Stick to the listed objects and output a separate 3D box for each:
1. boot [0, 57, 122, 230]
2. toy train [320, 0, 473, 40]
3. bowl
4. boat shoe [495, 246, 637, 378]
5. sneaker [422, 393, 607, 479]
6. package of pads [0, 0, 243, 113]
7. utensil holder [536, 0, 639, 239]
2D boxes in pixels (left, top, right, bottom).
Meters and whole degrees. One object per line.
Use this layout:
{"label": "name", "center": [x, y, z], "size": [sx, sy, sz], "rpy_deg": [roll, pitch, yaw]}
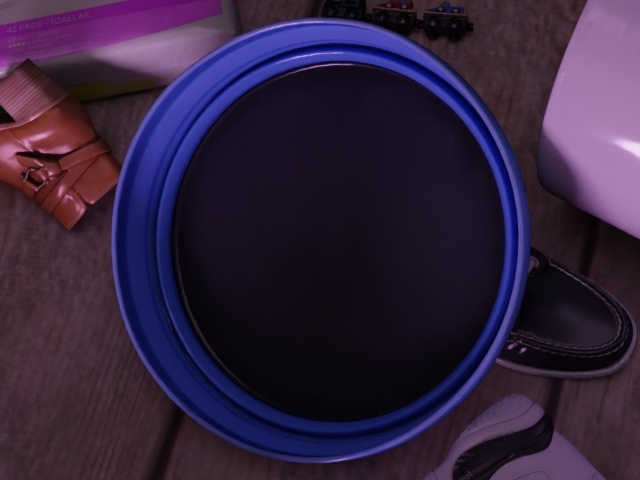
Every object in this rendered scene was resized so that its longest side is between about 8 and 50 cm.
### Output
{"label": "boot", "center": [-0.297, -0.067, 1.526], "size": [0.197, 0.073, 0.152], "rpy_deg": [-36, 101, 31]}
{"label": "toy train", "center": [0.079, -0.230, 1.583], "size": [0.158, 0.027, 0.036], "rpy_deg": [7, 56, 10]}
{"label": "bowl", "center": [0.000, 0.000, 1.380], "size": [0.391, 0.077, 0.391], "rpy_deg": [-1, 88, 21]}
{"label": "boat shoe", "center": [0.145, 0.038, 1.419], "size": [0.302, 0.091, 0.114], "rpy_deg": [18, 72, 15]}
{"label": "sneaker", "center": [0.134, 0.316, 1.271], "size": [0.210, 0.137, 0.366], "rpy_deg": [33, 70, 22]}
{"label": "package of pads", "center": [-0.238, -0.263, 1.592], "size": [0.296, 0.101, 0.229], "rpy_deg": [-11, 66, 1]}
{"label": "utensil holder", "center": [0.424, -0.101, 1.329], "size": [0.385, 0.328, 0.328], "rpy_deg": [26, 71, 20]}
